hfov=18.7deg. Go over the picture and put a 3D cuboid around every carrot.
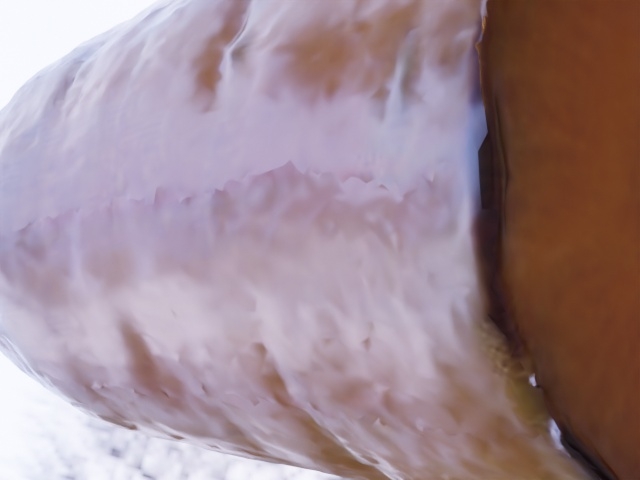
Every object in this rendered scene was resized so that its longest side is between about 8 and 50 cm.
[{"bbox_3d":[0.000,0.000,0.479,0.159,0.225,0.159,14,-107,-52],"label":"carrot"}]
